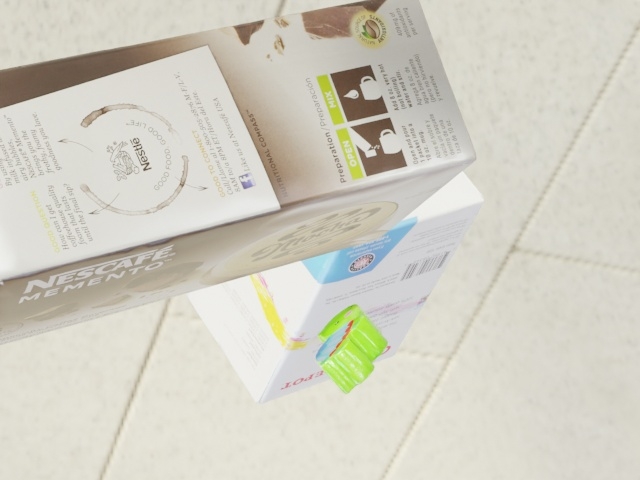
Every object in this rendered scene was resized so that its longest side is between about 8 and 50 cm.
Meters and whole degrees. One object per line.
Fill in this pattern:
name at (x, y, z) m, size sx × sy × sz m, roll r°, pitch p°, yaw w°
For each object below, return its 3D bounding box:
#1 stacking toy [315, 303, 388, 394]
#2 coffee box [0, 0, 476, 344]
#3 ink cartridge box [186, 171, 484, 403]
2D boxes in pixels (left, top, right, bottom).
stacking toy at (0.028, 0.145, 0.572) m, size 0.052 × 0.221 × 0.167 m, roll -33°, pitch 108°, yaw 37°
coffee box at (-0.082, -0.041, 0.898) m, size 0.297 × 0.119 × 0.168 m, roll -15°, pitch 169°, yaw -25°
ink cartridge box at (0.000, 0.000, 1.590) m, size 0.198 × 0.197 × 0.270 m, roll -16°, pitch 148°, yaw -35°
